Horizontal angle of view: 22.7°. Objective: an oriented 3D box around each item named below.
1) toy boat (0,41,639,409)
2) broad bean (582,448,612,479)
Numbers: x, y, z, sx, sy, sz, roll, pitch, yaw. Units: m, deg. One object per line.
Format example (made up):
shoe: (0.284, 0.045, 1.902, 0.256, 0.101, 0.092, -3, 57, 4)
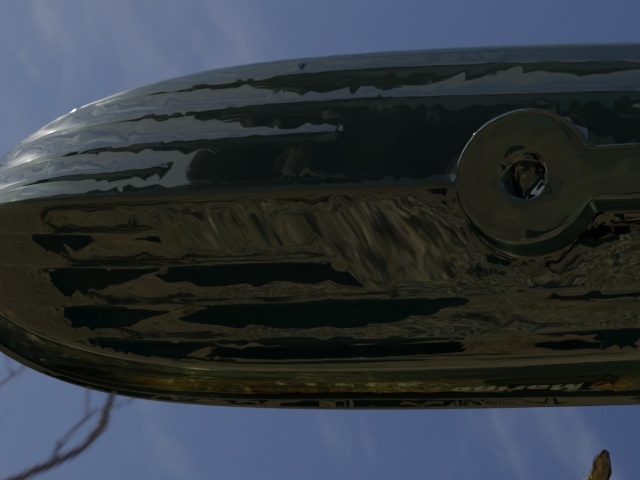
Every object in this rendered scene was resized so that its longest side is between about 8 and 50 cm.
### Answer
toy boat: (0.000, 0.000, 0.435, 0.246, 0.103, 0.092, -2, -106, 19)
broad bean: (0.081, 0.228, 0.517, 0.067, 0.075, 0.325, -7, -92, 14)
